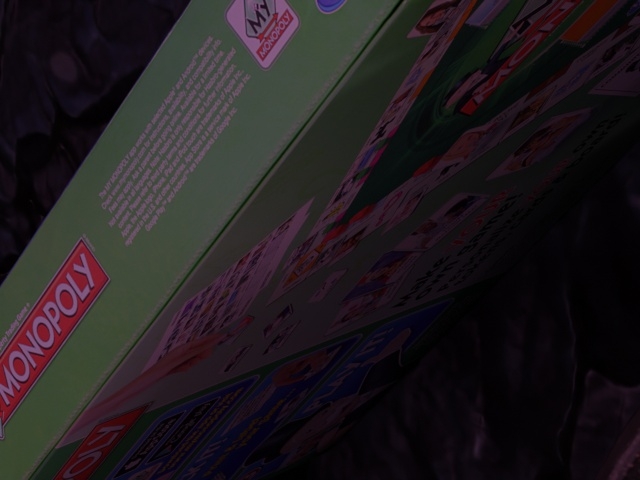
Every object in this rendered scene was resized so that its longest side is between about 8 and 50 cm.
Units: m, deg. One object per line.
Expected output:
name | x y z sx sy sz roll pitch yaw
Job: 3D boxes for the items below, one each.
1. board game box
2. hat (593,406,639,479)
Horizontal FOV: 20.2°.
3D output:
board game box | 0.000 0.000 0.544 0.046 0.213 0.317 55 132 17
hat | 0.150 0.115 0.412 0.331 0.134 0.331 -20 57 35
